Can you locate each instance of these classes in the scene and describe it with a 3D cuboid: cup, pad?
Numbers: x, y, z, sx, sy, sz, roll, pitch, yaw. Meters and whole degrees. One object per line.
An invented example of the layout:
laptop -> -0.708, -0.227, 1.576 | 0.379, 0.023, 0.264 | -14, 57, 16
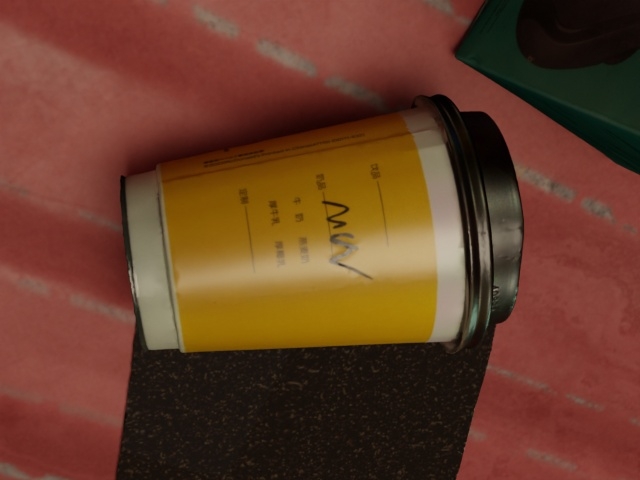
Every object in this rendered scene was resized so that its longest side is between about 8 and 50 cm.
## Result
cup -> 0.000, 0.000, 0.762 | 0.279, 0.196, 0.196 | -8, 114, -7
pad -> -0.012, 0.161, 0.918 | 0.330, 0.004, 0.220 | 5, 110, -20

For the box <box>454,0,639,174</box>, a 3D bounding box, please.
box -> 0.259, -0.103, 0.726 | 0.205, 0.311, 0.118 | 25, 100, -25
